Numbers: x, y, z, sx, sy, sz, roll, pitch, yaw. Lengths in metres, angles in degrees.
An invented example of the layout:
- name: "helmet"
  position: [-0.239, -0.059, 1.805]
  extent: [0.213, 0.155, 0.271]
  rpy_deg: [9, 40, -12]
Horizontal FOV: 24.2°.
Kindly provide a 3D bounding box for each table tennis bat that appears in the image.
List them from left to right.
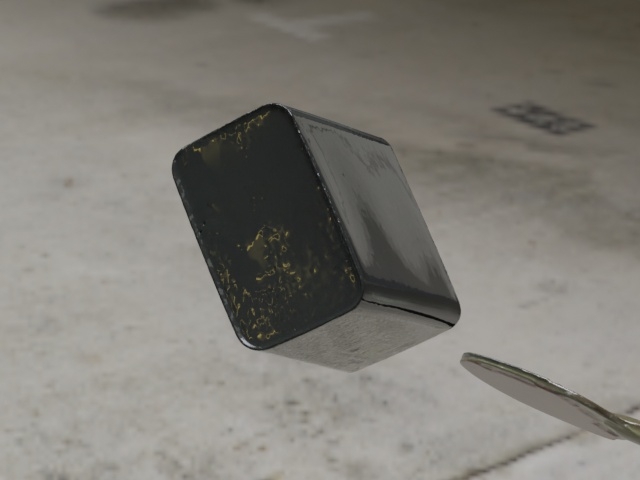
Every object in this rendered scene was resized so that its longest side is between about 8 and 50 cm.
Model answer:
- name: "table tennis bat"
  position: [0.214, 0.139, 1.208]
  extent: [0.234, 0.022, 0.131]
  rpy_deg: [18, -13, 39]

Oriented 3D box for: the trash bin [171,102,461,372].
- name: "trash bin"
  position: [0.000, 0.000, 1.058]
  extent: [0.115, 0.165, 0.225]
  rpy_deg: [-25, -12, 13]
